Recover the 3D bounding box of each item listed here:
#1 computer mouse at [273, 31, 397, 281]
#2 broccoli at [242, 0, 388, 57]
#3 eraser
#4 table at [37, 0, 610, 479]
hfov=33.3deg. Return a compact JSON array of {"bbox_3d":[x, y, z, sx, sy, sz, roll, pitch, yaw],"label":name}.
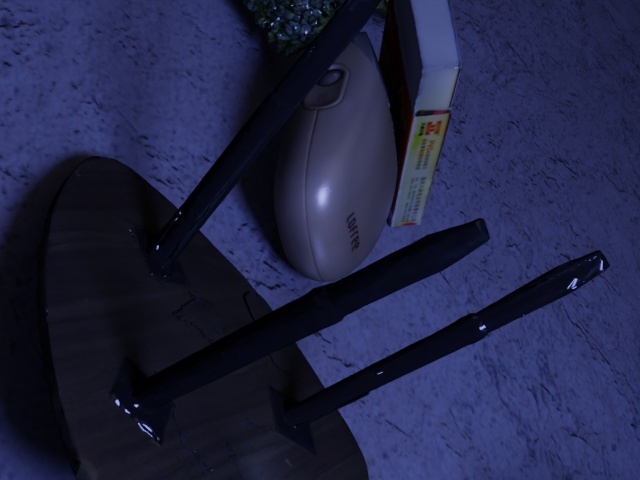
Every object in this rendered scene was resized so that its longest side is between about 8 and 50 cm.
[{"bbox_3d":[0.021,-0.074,0.918,0.237,0.081,0.145,-73,158,-45],"label":"computer mouse"},{"bbox_3d":[0.046,-0.319,1.071,0.361,0.221,0.252,-25,113,-62],"label":"broccoli"},{"bbox_3d":[0.083,-0.140,0.988,0.038,0.230,0.157,-2,58,-6],"label":"eraser"},{"bbox_3d":[0.000,0.000,0.678,0.317,0.249,0.317,45,21,-23],"label":"table"}]
